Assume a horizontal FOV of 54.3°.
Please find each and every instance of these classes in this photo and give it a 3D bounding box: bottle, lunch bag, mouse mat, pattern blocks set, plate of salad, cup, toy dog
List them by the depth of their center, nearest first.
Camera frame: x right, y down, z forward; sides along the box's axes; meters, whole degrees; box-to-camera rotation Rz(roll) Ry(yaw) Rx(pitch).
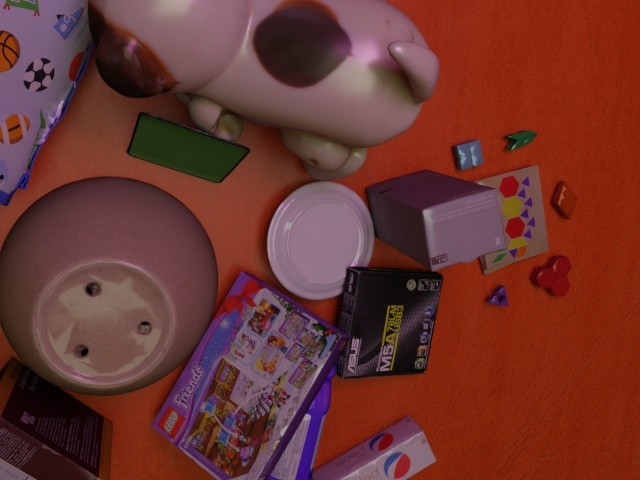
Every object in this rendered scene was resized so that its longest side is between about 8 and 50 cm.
[{"bbox_3d":[-0.478,-0.254,0.736,0.385,0.239,0.327,31,79,-47],"label":"lunch bag"},{"bbox_3d":[-0.089,-0.240,0.807,0.408,0.395,0.284,15,104,-27],"label":"toy dog"},{"bbox_3d":[-0.297,0.083,0.874,0.331,0.237,0.330,-3,100,-15],"label":"cup"},{"bbox_3d":[-0.194,-0.128,0.896,0.153,0.190,0.007,17,75,-19],"label":"mouse mat"},{"bbox_3d":[-0.034,0.276,1.047,0.092,0.118,0.282,12,97,-10],"label":"bottle"},{"bbox_3d":[0.000,0.000,1.047,0.200,0.048,0.199,-4,100,-27],"label":"plate of salad"},{"bbox_3d":[0.347,-0.037,1.153,0.286,0.026,0.324,-7,102,-15],"label":"pattern blocks set"}]

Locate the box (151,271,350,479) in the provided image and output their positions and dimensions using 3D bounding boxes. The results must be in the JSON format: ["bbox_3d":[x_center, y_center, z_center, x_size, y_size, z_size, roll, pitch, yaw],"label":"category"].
[{"bbox_3d":[-0.112,0.224,0.988,0.201,0.057,0.293,31,91,21],"label":"box"}]

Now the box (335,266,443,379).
[{"bbox_3d":[0.118,0.142,1.089,0.184,0.045,0.190,4,100,-33],"label":"box"}]

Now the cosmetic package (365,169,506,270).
[{"bbox_3d":[0.174,-0.040,0.989,0.127,0.238,0.107,-17,104,-14],"label":"cosmetic package"}]

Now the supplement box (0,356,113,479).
[{"bbox_3d":[-0.421,0.302,0.898,0.194,0.191,0.129,42,86,-19],"label":"supplement box"}]

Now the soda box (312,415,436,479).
[{"bbox_3d":[0.096,0.412,1.137,0.216,0.069,0.073,-27,106,-11],"label":"soda box"}]
